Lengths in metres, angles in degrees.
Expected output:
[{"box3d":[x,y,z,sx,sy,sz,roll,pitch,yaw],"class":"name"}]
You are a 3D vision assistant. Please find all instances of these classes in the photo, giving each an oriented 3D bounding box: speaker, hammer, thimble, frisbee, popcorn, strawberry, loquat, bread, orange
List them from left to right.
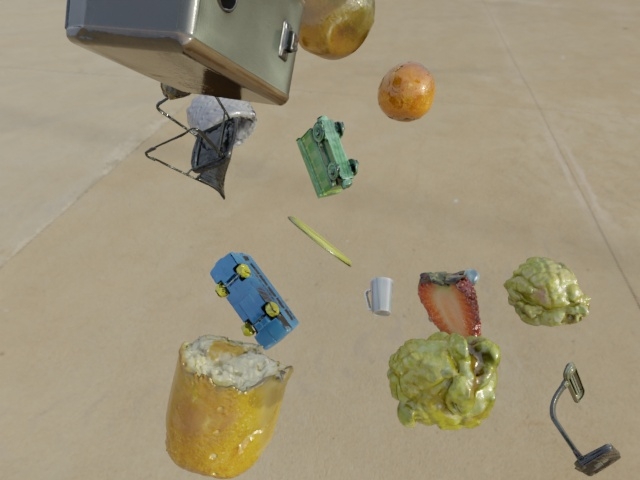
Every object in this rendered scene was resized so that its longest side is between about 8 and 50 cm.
[{"box3d":[-0.146,-0.270,0.514,0.193,0.153,0.231,14,8,19],"class":"speaker"},{"box3d":[-0.373,-0.457,1.619,0.245,0.217,0.157,-30,73,-3],"class":"thimble"},{"box3d":[-0.301,0.527,1.327,0.361,0.394,0.250,14,2,1],"class":"bread"},{"box3d":[0.000,0.000,1.245,0.017,0.236,0.236,-52,53,2],"class":"frisbee"},{"box3d":[0.036,-0.769,1.458,0.276,0.284,0.276,25,41,-24],"class":"loquat"},{"box3d":[0.360,-0.624,1.807,0.246,0.246,0.246,0,40,0],"class":"orange"},{"box3d":[0.295,0.336,1.042,0.250,0.241,0.235,-1,2,-13],"class":"popcorn"},{"box3d":[0.494,0.244,1.589,0.138,0.306,0.233,-32,18,-36],"class":"strawberry"},{"box3d":[0.549,0.180,1.755,0.194,0.116,0.069,-16,65,-5],"class":"hammer"},{"box3d":[0.711,0.173,1.362,0.212,0.259,0.259,-25,38,15],"class":"popcorn"}]

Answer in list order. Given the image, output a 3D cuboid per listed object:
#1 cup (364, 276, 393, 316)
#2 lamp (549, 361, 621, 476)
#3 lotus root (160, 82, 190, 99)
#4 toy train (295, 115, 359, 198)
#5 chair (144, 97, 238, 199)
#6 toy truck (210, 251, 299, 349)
[{"box3d":[0.183,0.181,1.370,0.104,0.074,0.116,-20,53,39],"class":"cup"},{"box3d":[0.766,0.535,1.259,0.124,0.203,0.283,-32,37,27],"class":"lamp"},{"box3d":[-0.196,-0.374,0.725,0.169,0.141,0.314,-1,62,43],"class":"lotus root"},{"box3d":[0.030,-0.318,1.653,0.120,0.202,0.300,-15,80,-33],"class":"toy train"},{"box3d":[-0.233,-0.199,0.917,0.145,0.221,0.140,-14,58,27],"class":"chair"},{"box3d":[-0.257,0.223,1.644,0.385,0.161,0.162,51,17,11],"class":"toy truck"}]
